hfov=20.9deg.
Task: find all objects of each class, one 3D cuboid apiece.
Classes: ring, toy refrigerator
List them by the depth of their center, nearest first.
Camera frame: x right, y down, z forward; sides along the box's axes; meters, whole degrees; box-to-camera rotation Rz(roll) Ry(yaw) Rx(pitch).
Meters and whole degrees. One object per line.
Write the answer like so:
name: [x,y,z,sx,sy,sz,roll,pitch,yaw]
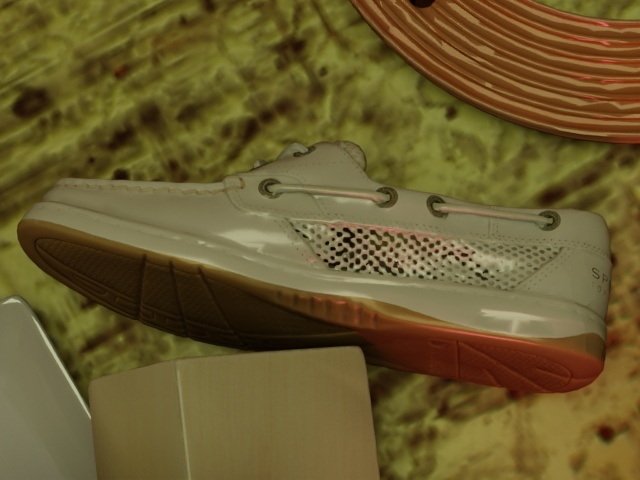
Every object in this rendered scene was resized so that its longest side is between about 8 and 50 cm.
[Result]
toy refrigerator: [-0.030,0.188,0.775,0.102,0.094,0.269,-2,81,-35]
ring: [0.152,-0.212,0.853,0.336,0.032,0.336,-1,82,6]

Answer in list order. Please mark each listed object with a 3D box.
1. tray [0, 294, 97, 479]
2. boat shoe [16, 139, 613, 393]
tray: [-0.221,0.157,0.846,0.270,0.030,0.145,-32,81,1]
boat shoe: [0.000,0.000,0.815,0.277,0.098,0.096,11,69,2]
